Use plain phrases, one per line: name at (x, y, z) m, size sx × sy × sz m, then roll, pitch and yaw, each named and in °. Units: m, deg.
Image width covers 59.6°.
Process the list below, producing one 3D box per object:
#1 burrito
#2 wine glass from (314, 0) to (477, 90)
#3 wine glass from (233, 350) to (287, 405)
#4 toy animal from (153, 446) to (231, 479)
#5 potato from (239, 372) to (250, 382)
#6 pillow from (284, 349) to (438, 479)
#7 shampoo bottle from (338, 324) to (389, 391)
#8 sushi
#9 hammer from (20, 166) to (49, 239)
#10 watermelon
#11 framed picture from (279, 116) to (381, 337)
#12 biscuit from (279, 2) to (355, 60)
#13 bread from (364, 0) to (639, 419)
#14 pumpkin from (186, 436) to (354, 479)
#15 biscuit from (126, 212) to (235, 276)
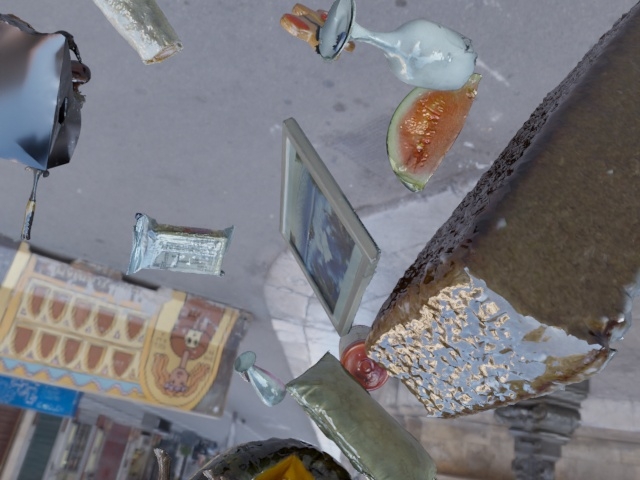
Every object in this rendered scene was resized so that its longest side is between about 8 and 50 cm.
burrito at (-0.504, -0.621, 1.500) m, size 0.299 × 0.143 × 0.105 m, roll 52°, pitch 160°, yaw -11°
wine glass at (0.156, -0.384, 1.111) m, size 0.321 × 0.143 × 0.143 m, roll 7°, pitch 161°, yaw -29°
wine glass at (-0.150, 0.348, 1.408) m, size 0.073 × 0.073 × 0.155 m, roll -4°, pitch 134°, yaw 31°
toy animal at (-0.215, 0.347, 0.667) m, size 0.215 × 0.185 × 0.093 m, roll 22°, pitch 154°, yaw -3°
potato at (-0.218, 0.366, 1.600) m, size 0.036 × 0.037 × 0.093 m, roll 23°, pitch 147°, yaw 27°
pillow at (0.081, 0.329, 0.957) m, size 0.302 × 0.075 × 0.185 m, roll 46°, pitch -159°, yaw 11°
shampoo bottle at (0.092, 0.249, 1.251) m, size 0.105 × 0.104 × 0.278 m, roll 11°, pitch -178°, yaw 0°
sushi at (-0.509, -0.262, 0.933) m, size 0.227 × 0.215 × 0.212 m, roll 16°, pitch -166°, yaw -2°
hammer at (-0.714, -0.095, 1.378) m, size 0.078 × 0.200 × 0.021 m, roll 28°, pitch -161°, yaw 27°
watermelon at (0.225, -0.264, 1.278) m, size 0.128 × 0.303 × 0.159 m, roll 33°, pitch 172°, yaw -19°
framed picture at (0.000, 0.000, 0.833) m, size 0.024 × 0.231 × 0.315 m, roll -24°, pitch 157°, yaw -17°
biscuit at (0.007, -0.475, 1.242) m, size 0.166 × 0.250 × 0.036 m, roll 35°, pitch 123°, yaw -2°
bread at (0.203, -0.052, 0.444) m, size 0.113 × 0.416 × 0.165 m, roll 42°, pitch 150°, yaw 3°
pumpkin at (-0.069, 0.448, 0.842) m, size 0.321 × 0.320 × 0.192 m, roll 14°, pitch 125°, yaw -6°
biscuit at (-0.410, 0.021, 1.672) m, size 0.309 × 0.185 × 0.079 m, roll 6°, pitch -164°, yaw -29°
